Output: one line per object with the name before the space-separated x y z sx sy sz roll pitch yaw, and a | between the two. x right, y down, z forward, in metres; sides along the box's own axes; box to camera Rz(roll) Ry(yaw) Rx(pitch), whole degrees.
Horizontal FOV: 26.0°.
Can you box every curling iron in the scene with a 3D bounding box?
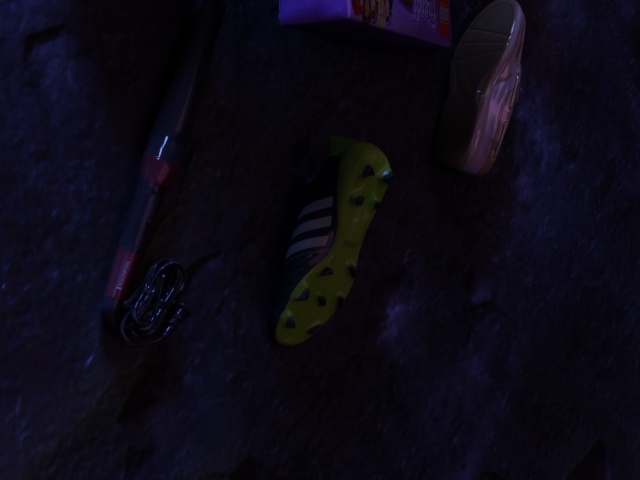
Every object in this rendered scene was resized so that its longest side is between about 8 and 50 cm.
curling iron | -0.112 -0.053 1.040 0.068 0.035 0.274 21 75 -46

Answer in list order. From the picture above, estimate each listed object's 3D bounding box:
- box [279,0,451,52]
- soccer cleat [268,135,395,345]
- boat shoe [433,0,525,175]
box | 0.038 -0.259 1.093 0.293 0.057 0.201 -12 99 -70
soccer cleat | 0.000 0.000 1.133 0.060 0.072 0.179 22 95 -43
boat shoe | 0.156 -0.140 1.289 0.059 0.063 0.170 28 79 -43
